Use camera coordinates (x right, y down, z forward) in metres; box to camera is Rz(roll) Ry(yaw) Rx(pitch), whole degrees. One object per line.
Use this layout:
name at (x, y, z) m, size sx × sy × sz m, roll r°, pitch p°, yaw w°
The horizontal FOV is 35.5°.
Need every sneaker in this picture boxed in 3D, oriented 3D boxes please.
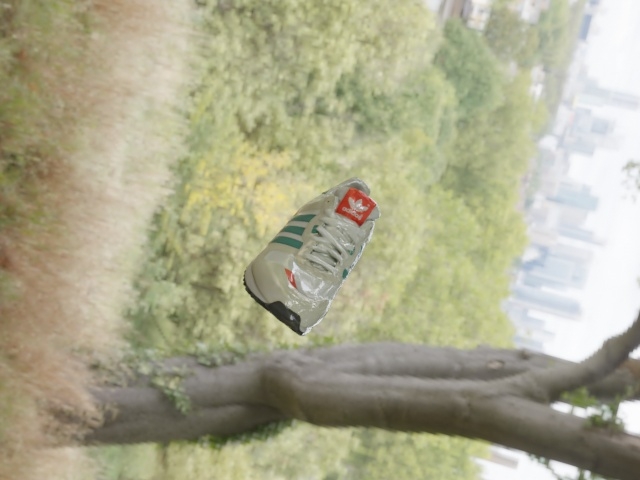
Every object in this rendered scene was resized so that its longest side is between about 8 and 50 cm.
sneaker at (0.000, 0.000, 0.655) m, size 0.075 × 0.057 × 0.161 m, roll -51°, pitch -176°, yaw 21°
